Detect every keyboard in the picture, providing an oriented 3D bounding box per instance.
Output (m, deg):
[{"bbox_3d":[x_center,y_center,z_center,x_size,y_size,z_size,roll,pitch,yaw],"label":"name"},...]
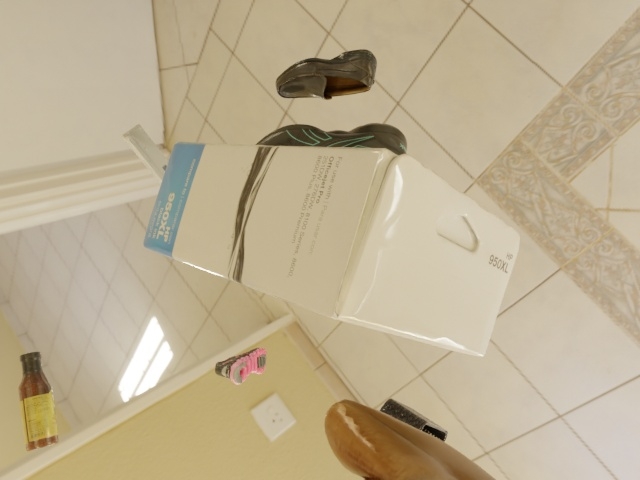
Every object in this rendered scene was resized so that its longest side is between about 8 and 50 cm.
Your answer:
[{"bbox_3d":[-0.386,-0.168,1.294,0.014,0.072,0.256,-24,114,26],"label":"keyboard"}]

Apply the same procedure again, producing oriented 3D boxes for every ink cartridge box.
[{"bbox_3d":[0.000,0.000,0.675,0.395,0.286,0.166,13,84,47],"label":"ink cartridge box"}]

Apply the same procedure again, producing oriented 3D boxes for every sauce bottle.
[{"bbox_3d":[-0.386,0.216,0.709,0.042,0.042,0.128,-27,72,44],"label":"sauce bottle"}]

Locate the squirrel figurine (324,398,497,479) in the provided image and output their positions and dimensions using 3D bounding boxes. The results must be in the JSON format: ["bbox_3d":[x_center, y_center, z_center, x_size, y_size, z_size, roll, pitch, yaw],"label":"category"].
[{"bbox_3d":[0.084,0.391,0.406,0.397,0.281,0.370,25,96,-13],"label":"squirrel figurine"}]

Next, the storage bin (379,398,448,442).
[{"bbox_3d":[0.158,0.382,0.981,0.084,0.180,0.122,25,80,34],"label":"storage bin"}]

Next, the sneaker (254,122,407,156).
[{"bbox_3d":[0.007,-0.126,0.830,0.268,0.106,0.101,-7,133,6],"label":"sneaker"}]

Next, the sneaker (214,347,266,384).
[{"bbox_3d":[-0.133,0.206,0.878,0.057,0.119,0.047,1,90,23],"label":"sneaker"}]

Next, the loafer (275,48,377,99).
[{"bbox_3d":[0.005,-0.251,0.825,0.170,0.062,0.061,-9,60,23],"label":"loafer"}]
